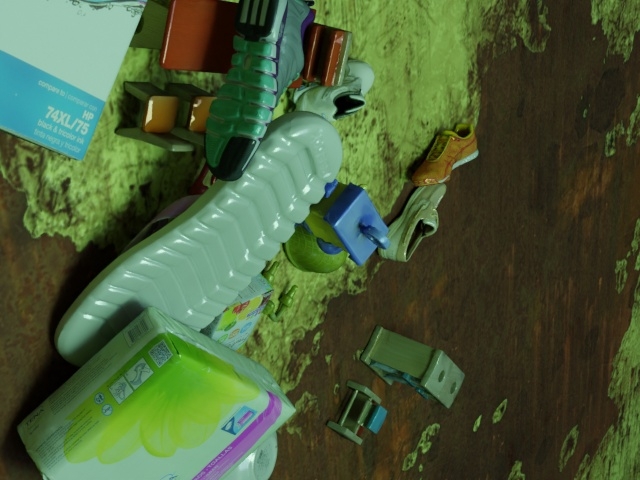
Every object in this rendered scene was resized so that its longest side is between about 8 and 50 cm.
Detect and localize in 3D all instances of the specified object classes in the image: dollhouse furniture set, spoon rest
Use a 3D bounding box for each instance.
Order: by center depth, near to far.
[{"bbox_3d":[-0.093,-0.233,1.472,0.259,0.135,0.262,-7,113,-54],"label":"dollhouse furniture set"},{"bbox_3d":[-0.134,0.355,1.775,0.276,0.084,0.137,-69,152,-26],"label":"spoon rest"},{"bbox_3d":[0.126,0.261,2.081,0.184,0.129,0.129,-63,147,-12],"label":"dollhouse furniture set"}]

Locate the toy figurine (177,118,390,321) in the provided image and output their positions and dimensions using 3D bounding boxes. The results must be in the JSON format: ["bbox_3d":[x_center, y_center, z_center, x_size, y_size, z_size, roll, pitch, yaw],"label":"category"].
[{"bbox_3d":[0.000,0.000,1.666,0.191,0.217,0.362,-57,145,-19],"label":"toy figurine"}]

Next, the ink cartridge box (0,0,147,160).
[{"bbox_3d":[-0.286,-0.244,1.121,0.197,0.198,0.270,24,87,-57],"label":"ink cartridge box"}]

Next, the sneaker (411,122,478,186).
[{"bbox_3d":[0.193,-0.137,2.036,0.175,0.064,0.067,-43,125,-46],"label":"sneaker"}]

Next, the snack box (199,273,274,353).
[{"bbox_3d":[-0.126,0.114,1.662,0.100,0.037,0.141,-23,150,-47],"label":"snack box"}]

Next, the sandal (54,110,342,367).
[{"bbox_3d":[-0.146,-0.002,1.517,0.416,0.102,0.169,-40,137,-1],"label":"sandal"}]

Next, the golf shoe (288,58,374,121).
[{"bbox_3d":[0.035,-0.194,1.733,0.176,0.086,0.069,-35,133,-44],"label":"golf shoe"}]

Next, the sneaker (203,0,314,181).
[{"bbox_3d":[-0.057,-0.169,1.415,0.098,0.083,0.224,7,103,-50],"label":"sneaker"}]

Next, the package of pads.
[{"bbox_3d":[-0.196,0.219,1.541,0.229,0.101,0.296,-42,146,6],"label":"package of pads"}]

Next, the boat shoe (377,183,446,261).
[{"bbox_3d":[0.159,-0.029,2.030,0.170,0.059,0.063,-52,149,-23],"label":"boat shoe"}]
